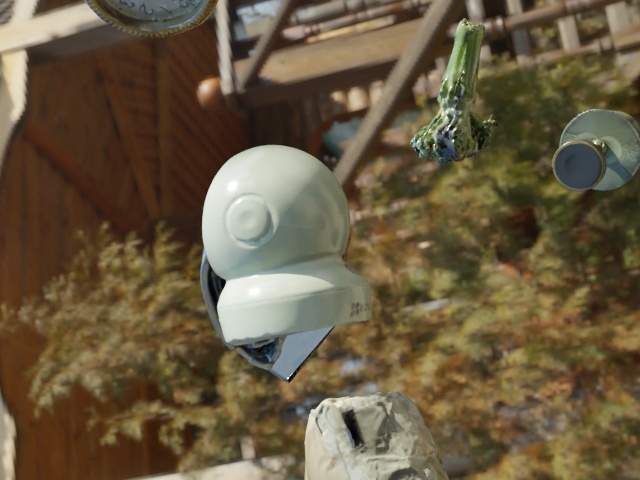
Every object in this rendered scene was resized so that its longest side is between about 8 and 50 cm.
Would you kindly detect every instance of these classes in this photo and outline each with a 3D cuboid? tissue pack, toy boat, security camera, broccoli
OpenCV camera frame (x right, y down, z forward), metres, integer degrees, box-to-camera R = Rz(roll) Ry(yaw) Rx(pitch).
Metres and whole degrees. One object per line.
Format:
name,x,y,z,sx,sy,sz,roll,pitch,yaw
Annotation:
tissue pack,0.090,0.431,1.725,0.375,0.195,0.390,102,149,-58
toy boat,-0.106,0.079,1.688,0.142,0.129,0.309,-116,12,-48
security camera,-0.046,0.000,1.389,0.194,0.195,0.236,-2,-99,-76
broccoli,0.287,-0.310,2.394,0.165,0.145,0.304,-9,-64,-50

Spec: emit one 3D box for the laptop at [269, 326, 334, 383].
laptop,-0.058,0.155,1.899,0.016,0.135,0.197,48,167,-33

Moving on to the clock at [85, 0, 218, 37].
clock,-0.301,-0.469,1.812,0.317,0.244,0.200,29,-133,-29

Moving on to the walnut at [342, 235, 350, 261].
walnut,0.000,0.000,2.133,0.207,0.116,0.115,-169,63,-70

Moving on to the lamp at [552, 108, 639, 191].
lamp,0.397,-0.125,1.638,0.215,0.121,0.121,-33,-70,-59
